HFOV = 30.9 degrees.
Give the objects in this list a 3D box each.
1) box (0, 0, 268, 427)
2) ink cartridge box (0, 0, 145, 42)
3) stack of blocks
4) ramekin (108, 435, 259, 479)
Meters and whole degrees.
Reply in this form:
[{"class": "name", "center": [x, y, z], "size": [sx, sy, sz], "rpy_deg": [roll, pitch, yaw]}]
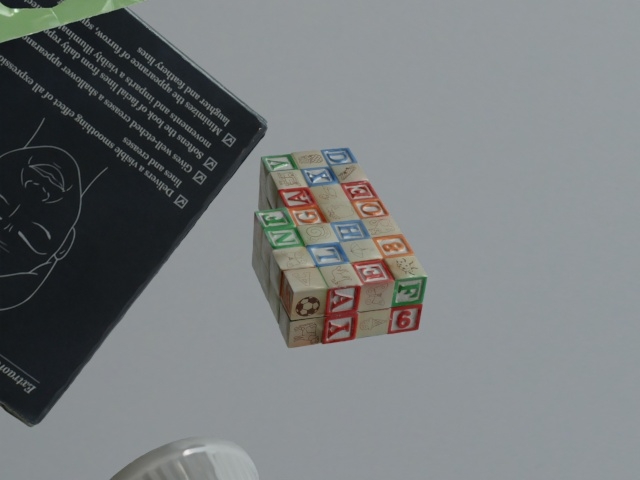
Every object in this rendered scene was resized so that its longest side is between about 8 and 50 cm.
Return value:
[{"class": "box", "center": [-0.300, -0.059, 1.230], "size": [0.395, 0.293, 0.212], "rpy_deg": [-52, -166, -7]}, {"class": "ink cartridge box", "center": [-0.248, -0.275, 0.886], "size": [0.235, 0.171, 0.056], "rpy_deg": [58, -35, 9]}, {"class": "stack of blocks", "center": [0.000, 0.000, 1.486], "size": [0.297, 0.171, 0.087], "rpy_deg": [-117, -154, -49]}, {"class": "ramekin", "center": [-0.179, 0.404, 1.537], "size": [0.127, 0.272, 0.273], "rpy_deg": [46, -69, 42]}]
